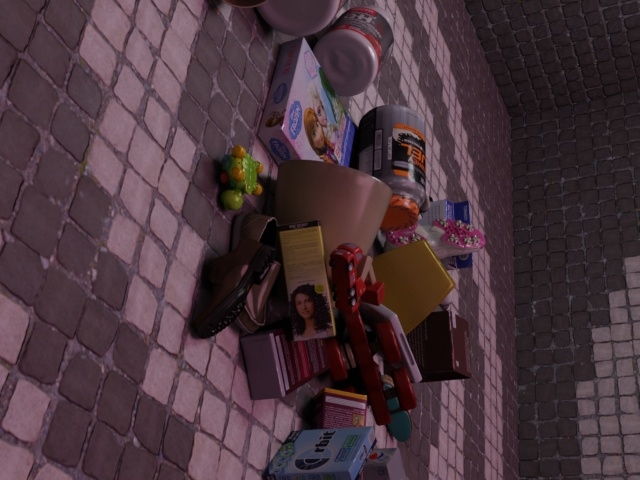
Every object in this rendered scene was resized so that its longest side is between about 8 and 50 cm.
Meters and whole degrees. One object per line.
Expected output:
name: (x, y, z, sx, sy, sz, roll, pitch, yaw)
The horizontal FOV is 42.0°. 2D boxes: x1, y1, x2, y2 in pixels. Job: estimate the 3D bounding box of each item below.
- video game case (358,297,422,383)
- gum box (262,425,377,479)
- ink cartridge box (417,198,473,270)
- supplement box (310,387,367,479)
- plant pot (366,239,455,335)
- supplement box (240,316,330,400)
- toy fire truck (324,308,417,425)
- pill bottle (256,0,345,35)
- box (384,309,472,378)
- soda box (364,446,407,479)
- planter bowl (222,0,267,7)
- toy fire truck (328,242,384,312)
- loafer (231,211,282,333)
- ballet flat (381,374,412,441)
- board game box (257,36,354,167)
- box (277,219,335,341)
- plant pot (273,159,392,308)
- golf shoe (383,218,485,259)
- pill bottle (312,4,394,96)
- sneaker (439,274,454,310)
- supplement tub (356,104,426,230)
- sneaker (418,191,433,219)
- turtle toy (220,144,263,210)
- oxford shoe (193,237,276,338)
video game case: (0.153, 0.229, 2.067, 0.227, 0.026, 0.206, 33, -30, 59)
gum box: (0.001, 0.429, 1.644, 0.157, 0.184, 0.041, -46, 123, -60)
ink cartridge box: (0.340, -0.011, 2.506, 0.045, 0.223, 0.223, 39, 46, -56)
supplement box: (0.036, 0.425, 1.794, 0.104, 0.081, 0.188, 14, 59, -15)
plant pot: (0.230, 0.107, 2.134, 0.212, 0.187, 0.212, 57, 8, 7)
supplement box: (-0.067, 0.232, 1.708, 0.239, 0.073, 0.130, -13, 93, -65)
toy fire truck: (0.105, 0.286, 1.996, 0.254, 0.169, 0.302, -109, -179, -75)
pill bottle: (-0.013, -0.645, 1.998, 0.210, 0.210, 0.363, 67, 27, -26)
box: (0.296, 0.300, 2.315, 0.167, 0.203, 0.169, 32, 53, -58)
soda box: (0.169, 0.657, 2.035, 0.098, 0.091, 0.286, -33, 111, -63)
planter bowl: (-0.158, -0.563, 1.742, 0.109, 0.162, 0.162, -110, -175, -80)
toy fire truck: (0.076, 0.074, 1.695, 0.135, 0.047, 0.192, -44, 139, -43)
loafer: (-0.126, 0.056, 1.628, 0.094, 0.087, 0.251, 34, 51, -58)
ballet flat: (0.198, 0.440, 2.216, 0.067, 0.073, 0.206, -84, 158, -63)
board game box: (-0.023, -0.263, 2.001, 0.318, 0.065, 0.319, 55, 34, -43)
box: (-0.026, 0.078, 1.650, 0.058, 0.087, 0.232, 18, 63, -84)
plant pot: (0.000, 0.000, 1.780, 0.256, 0.256, 0.274, 34, 66, -58)
golf shoe: (0.322, 0.014, 2.410, 0.140, 0.306, 0.115, 105, -19, -44)
pill bottle: (0.100, -0.524, 2.239, 0.176, 0.176, 0.318, 68, 27, -25)
sneaker: (0.250, 0.121, 2.283, 0.090, 0.235, 0.095, -36, 137, -47)
supplement tub: (0.195, -0.198, 2.298, 0.193, 0.193, 0.316, 44, 43, -53)
sneaker: (0.265, -0.131, 2.473, 0.235, 0.153, 0.094, -72, 144, -47)
turtle toy: (-0.163, -0.121, 1.642, 0.095, 0.066, 0.130, 41, 46, -55)
oxford shoe: (-0.176, 0.085, 1.533, 0.227, 0.096, 0.083, -56, 168, -36)
